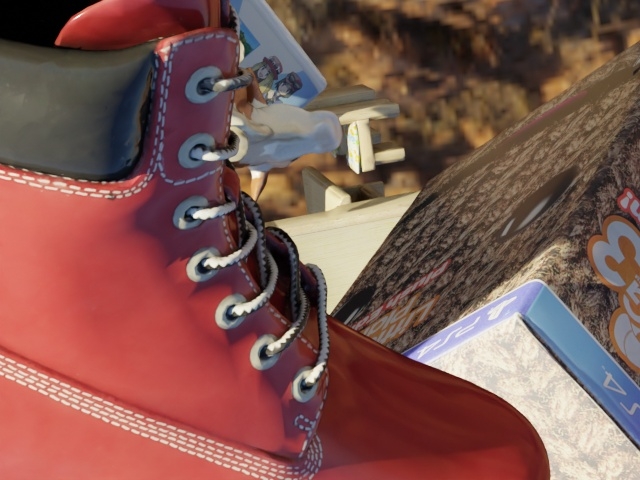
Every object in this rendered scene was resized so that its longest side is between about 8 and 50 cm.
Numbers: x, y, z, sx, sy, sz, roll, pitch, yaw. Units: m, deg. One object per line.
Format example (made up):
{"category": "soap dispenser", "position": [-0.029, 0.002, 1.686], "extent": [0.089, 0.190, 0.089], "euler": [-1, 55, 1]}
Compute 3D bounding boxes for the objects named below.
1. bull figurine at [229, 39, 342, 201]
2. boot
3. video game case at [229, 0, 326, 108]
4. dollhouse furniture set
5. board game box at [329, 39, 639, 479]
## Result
{"category": "bull figurine", "position": [-0.122, -0.117, 1.203], "extent": [0.310, 0.101, 0.188], "euler": [24, 172, -12]}
{"category": "boot", "position": [-0.017, 0.009, 0.445], "extent": [0.244, 0.088, 0.176], "euler": [15, 127, -24]}
{"category": "video game case", "position": [-0.198, -0.141, 1.329], "extent": [0.300, 0.036, 0.329], "euler": [-40, 122, -1]}
{"category": "dollhouse furniture set", "position": [0.000, 0.000, 1.461], "extent": [0.161, 0.242, 0.212], "euler": [-11, 105, -11]}
{"category": "board game box", "position": [0.115, 0.049, 0.879], "extent": [0.141, 0.291, 0.232], "euler": [47, 133, -9]}
